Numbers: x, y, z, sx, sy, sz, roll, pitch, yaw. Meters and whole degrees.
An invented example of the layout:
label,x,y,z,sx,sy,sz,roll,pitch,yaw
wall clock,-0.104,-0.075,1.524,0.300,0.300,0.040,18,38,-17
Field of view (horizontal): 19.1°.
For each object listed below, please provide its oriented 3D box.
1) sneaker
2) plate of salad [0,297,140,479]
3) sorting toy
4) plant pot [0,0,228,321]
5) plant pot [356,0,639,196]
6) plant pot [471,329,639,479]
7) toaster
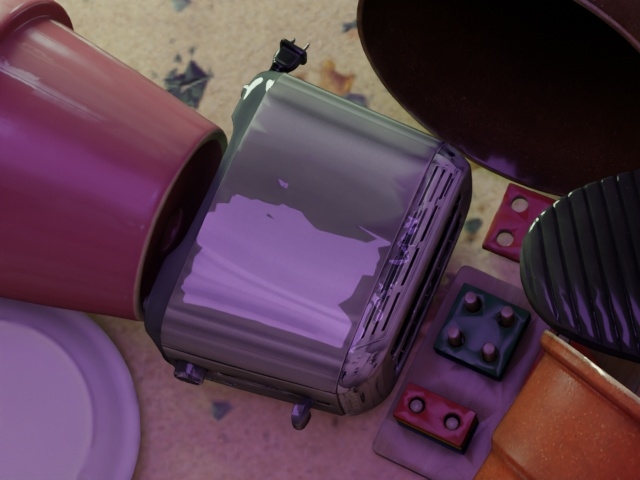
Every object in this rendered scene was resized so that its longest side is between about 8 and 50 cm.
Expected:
label,x,y,z,sx,sy,sz,roll,pitch,yaw
sneaker,0.264,0.035,1.086,0.331,0.146,0.122,0,67,-11
plate of salad,-0.213,0.123,1.209,0.200,0.048,0.199,1,70,-2
sorting toy,0.120,0.087,1.169,0.132,0.046,0.274,25,79,15
plant pot,-0.164,-0.042,1.173,0.180,0.201,0.201,22,78,11
plant pot,0.170,-0.179,1.174,0.215,0.215,0.230,24,64,15
plant pot,0.144,0.234,1.024,0.272,0.272,0.265,40,91,17
toaster,0.000,0.000,1.173,0.146,0.129,0.227,21,74,10
